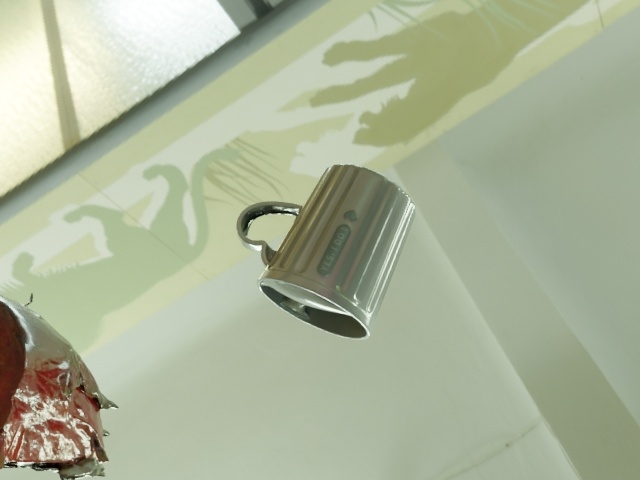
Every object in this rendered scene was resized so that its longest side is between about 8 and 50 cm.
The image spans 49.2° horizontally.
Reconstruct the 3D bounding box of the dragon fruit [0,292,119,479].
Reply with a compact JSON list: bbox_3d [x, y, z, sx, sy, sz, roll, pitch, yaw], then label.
[{"bbox_3d":[-0.345,0.132,0.798,0.343,0.282,0.100,38,-95,32],"label":"dragon fruit"}]

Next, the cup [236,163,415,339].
[{"bbox_3d":[0.009,-0.001,0.962,0.167,0.221,0.202,-16,-136,62],"label":"cup"}]
